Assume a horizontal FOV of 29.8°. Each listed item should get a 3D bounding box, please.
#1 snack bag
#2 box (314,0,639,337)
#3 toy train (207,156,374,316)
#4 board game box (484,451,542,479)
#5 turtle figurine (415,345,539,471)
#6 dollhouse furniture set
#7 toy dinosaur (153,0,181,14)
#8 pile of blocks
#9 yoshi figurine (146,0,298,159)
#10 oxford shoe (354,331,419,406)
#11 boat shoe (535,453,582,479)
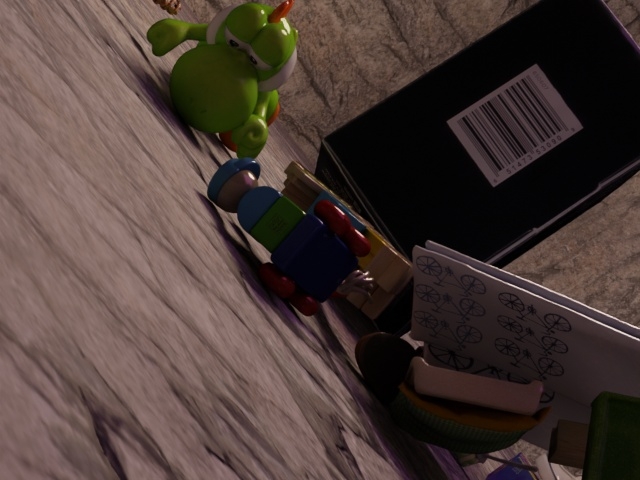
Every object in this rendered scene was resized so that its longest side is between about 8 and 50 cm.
[{"bbox_3d":[0.253,0.163,1.446,0.323,0.037,0.343,23,-33,19],"label":"snack bag"},{"bbox_3d":[0.254,-0.106,1.922,0.297,0.479,0.472,55,-10,9],"label":"box"},{"bbox_3d":[-0.026,0.001,1.294,0.143,0.105,0.248,42,-1,22],"label":"toy train"},{"bbox_3d":[0.406,0.524,2.014,0.347,0.078,0.233,55,4,12],"label":"board game box"},{"bbox_3d":[0.268,0.255,1.883,0.266,0.274,0.198,55,34,-81],"label":"turtle figurine"},{"bbox_3d":[0.218,0.252,1.322,0.197,0.301,0.151,95,7,-65],"label":"dollhouse furniture set"},{"bbox_3d":[-0.302,-0.426,1.547,0.218,0.164,0.322,-82,157,-63],"label":"toy dinosaur"},{"bbox_3d":[0.000,0.000,1.550,0.149,0.113,0.362,37,4,-26],"label":"pile of blocks"},{"bbox_3d":[-0.130,-0.204,1.568,0.362,0.203,0.203,149,-54,-80],"label":"yoshi figurine"},{"bbox_3d":[0.087,0.168,1.488,0.076,0.076,0.212,19,-17,38],"label":"oxford shoe"},{"bbox_3d":[0.441,0.436,1.969,0.095,0.084,0.258,50,7,-42],"label":"boat shoe"}]
